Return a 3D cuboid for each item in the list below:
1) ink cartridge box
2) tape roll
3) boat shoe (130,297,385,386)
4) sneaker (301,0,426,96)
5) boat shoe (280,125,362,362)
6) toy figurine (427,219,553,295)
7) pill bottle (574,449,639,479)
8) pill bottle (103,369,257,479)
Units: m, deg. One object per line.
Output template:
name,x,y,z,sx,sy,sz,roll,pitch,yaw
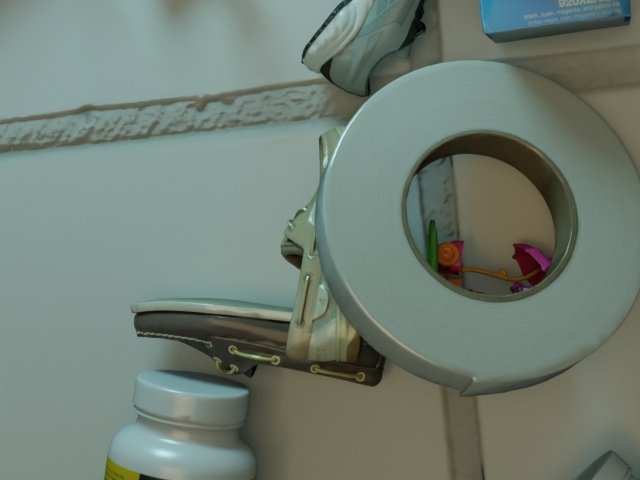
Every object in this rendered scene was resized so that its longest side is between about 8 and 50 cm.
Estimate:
ink cartridge box,0.263,-0.358,1.793,0.168,0.171,0.232,-6,93,12
tape roll,0.186,-0.018,1.791,0.392,0.072,0.392,3,71,-9
boat shoe,-0.079,0.124,1.929,0.324,0.116,0.096,3,91,6
sneaker,0.096,-0.292,1.880,0.108,0.100,0.271,39,106,-4
boat shoe,0.000,0.000,1.858,0.098,0.109,0.302,0,68,1
toy figurine,0.207,0.064,1.861,0.159,0.130,0.173,2,78,3
pill bottle,0.415,0.400,1.807,0.323,0.181,0.181,45,101,6
pill bottle,-0.180,0.337,1.924,0.188,0.188,0.334,9,96,11
